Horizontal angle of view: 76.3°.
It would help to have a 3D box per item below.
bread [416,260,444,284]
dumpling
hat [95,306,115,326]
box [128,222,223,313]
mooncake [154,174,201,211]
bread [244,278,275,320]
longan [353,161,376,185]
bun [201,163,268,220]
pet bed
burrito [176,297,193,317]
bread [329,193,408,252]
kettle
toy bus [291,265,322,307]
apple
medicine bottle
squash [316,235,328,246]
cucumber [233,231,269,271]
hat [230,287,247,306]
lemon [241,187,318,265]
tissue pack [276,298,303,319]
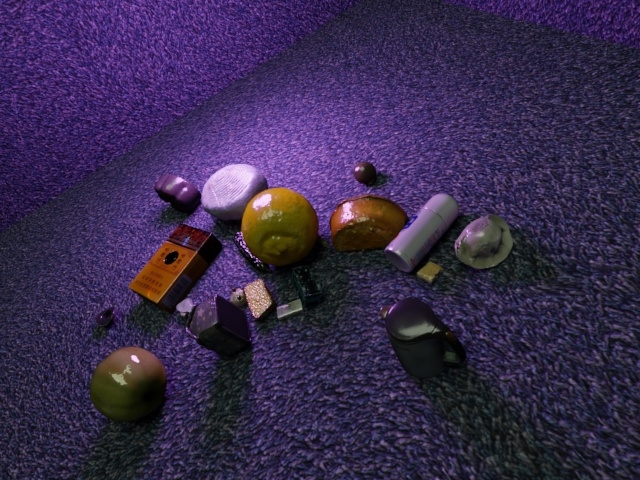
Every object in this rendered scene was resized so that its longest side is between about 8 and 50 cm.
[{"bbox_3d":[0.399,0.116,1.485,0.070,0.035,0.083,28,62,40],"label":"bread"},{"bbox_3d":[0.588,0.005,1.438,0.247,0.142,0.172,-40,81,-18],"label":"dumpling"},{"bbox_3d":[-1.024,0.373,1.969,0.121,0.050,0.121,-19,42,18],"label":"hat"},{"bbox_3d":[-0.696,0.120,1.973,0.265,0.115,0.415,16,62,37],"label":"box"},{"bbox_3d":[-0.793,-0.262,2.268,0.245,0.245,0.133,15,66,35],"label":"mooncake"},{"bbox_3d":[-0.248,0.245,1.680,0.103,0.065,0.187,-32,44,-4],"label":"bread"},{"bbox_3d":[0.211,-0.311,1.901,0.106,0.106,0.119,-35,85,-4],"label":"longan"},{"bbox_3d":[-0.436,-0.236,2.088,0.355,0.194,0.354,-12,51,16],"label":"bun"},{"bbox_3d":[-0.396,0.341,1.573,0.159,0.211,0.183,-33,46,11],"label":"pet bed"},{"bbox_3d":[-0.595,0.310,1.811,0.074,0.044,0.118,-36,43,-10],"label":"burrito"},{"bbox_3d":[0.172,-0.077,1.660,0.341,0.179,0.194,-6,51,23],"label":"bread"},{"bbox_3d":[0.315,0.297,1.222,0.241,0.255,0.165,14,58,34],"label":"kettle"},{"bbox_3d":[-0.057,0.183,1.615,0.079,0.091,0.160,-9,42,-21],"label":"toy bus"},{"bbox_3d":[-0.729,0.545,1.560,0.280,0.279,0.278,-14,48,16],"label":"apple"},{"bbox_3d":[0.397,-0.041,1.550,0.341,0.130,0.130,-46,48,-14],"label":"medicine bottle"},{"bbox_3d":[0.000,0.000,1.786,0.027,0.027,0.083,-43,46,-12],"label":"squash"},{"bbox_3d":[-0.316,0.057,1.866,0.072,0.072,0.300,-39,46,-8],"label":"cucumber"},{"bbox_3d":[-0.351,0.239,1.741,0.076,0.059,0.077,-26,50,11],"label":"hat"},{"bbox_3d":[-0.171,-0.062,1.724,0.349,0.347,0.347,-14,48,16],"label":"lemon"},{"bbox_3d":[-0.121,0.274,1.618,0.108,0.023,0.056,-22,46,7],"label":"tissue pack"}]
